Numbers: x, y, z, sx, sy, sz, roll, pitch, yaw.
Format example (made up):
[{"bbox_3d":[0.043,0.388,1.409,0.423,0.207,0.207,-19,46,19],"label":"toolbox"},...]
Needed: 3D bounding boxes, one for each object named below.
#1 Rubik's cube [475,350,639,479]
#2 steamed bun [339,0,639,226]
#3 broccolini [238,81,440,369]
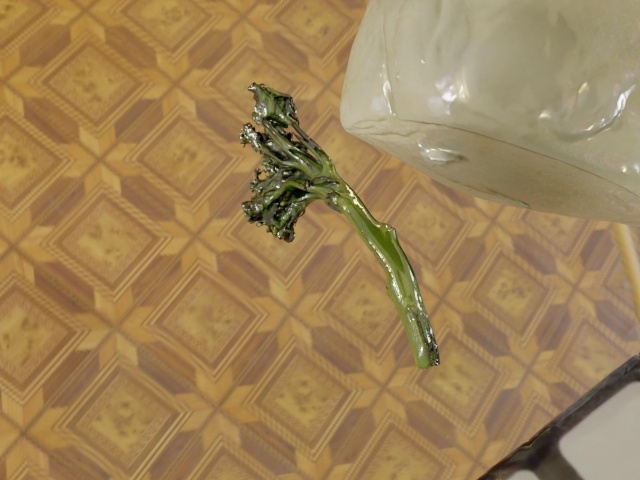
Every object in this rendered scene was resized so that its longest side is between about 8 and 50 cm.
[{"bbox_3d":[0.283,0.264,0.663,0.304,0.305,0.301,-37,67,-5],"label":"Rubik's cube"},{"bbox_3d":[0.218,-0.164,0.873,0.383,0.236,0.247,20,84,4],"label":"steamed bun"},{"bbox_3d":[0.004,0.005,0.662,0.062,0.123,0.271,-21,54,-18],"label":"broccolini"}]
